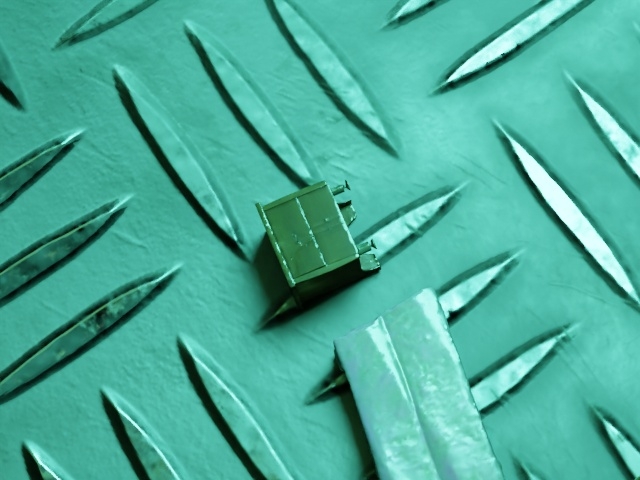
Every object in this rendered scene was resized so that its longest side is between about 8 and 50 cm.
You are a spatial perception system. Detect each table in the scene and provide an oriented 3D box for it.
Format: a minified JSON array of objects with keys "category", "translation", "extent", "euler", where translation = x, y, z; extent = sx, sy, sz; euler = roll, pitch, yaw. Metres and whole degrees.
[{"category":"table","translation":[0.000,0.000,1.568],"extent":[0.082,0.070,0.083],"euler":[-23,70,-2]}]

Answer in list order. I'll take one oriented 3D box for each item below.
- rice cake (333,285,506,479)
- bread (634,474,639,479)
[{"category":"rice cake","translation":[0.100,0.193,1.504],"extent":[0.106,0.050,0.298],"euler":[-20,71,-3]},{"category":"bread","translation":[0.375,0.270,1.388],"extent":[0.314,0.171,0.192],"euler":[40,59,12]}]
